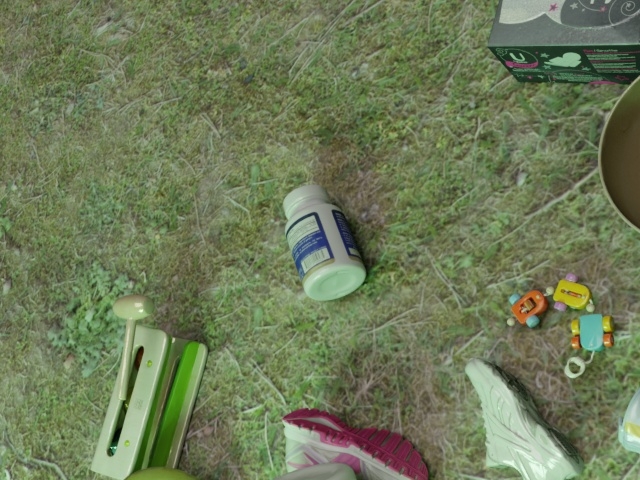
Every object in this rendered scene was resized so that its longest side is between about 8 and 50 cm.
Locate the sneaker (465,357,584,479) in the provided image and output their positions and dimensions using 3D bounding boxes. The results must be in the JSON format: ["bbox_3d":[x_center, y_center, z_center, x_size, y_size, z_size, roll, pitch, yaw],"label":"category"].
[{"bbox_3d":[0.269,0.274,1.351,0.115,0.090,0.232,-47,53,15],"label":"sneaker"}]

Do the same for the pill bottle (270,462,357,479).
[{"bbox_3d":[0.009,0.481,1.355,0.162,0.162,0.278,-17,88,28],"label":"pill bottle"}]

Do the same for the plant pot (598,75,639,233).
[{"bbox_3d":[0.540,-0.094,1.238,0.284,0.191,0.284,-13,66,29],"label":"plant pot"}]

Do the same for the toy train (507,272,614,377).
[{"bbox_3d":[0.362,0.123,1.372,0.125,0.046,0.166,-47,51,12],"label":"toy train"}]

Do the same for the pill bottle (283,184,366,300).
[{"bbox_3d":[0.000,0.000,1.617,0.112,0.112,0.186,-32,57,20],"label":"pill bottle"}]

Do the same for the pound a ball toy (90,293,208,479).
[{"bbox_3d":[-0.341,0.268,1.686,0.136,0.208,0.319,6,77,35],"label":"pound a ball toy"}]

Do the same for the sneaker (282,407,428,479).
[{"bbox_3d":[0.051,0.355,1.466,0.252,0.103,0.111,15,106,29],"label":"sneaker"}]

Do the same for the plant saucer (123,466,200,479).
[{"bbox_3d":[-0.267,0.508,1.580,0.241,0.037,0.241,2,99,15],"label":"plant saucer"}]

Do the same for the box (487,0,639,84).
[{"bbox_3d":[0.413,-0.347,1.448,0.247,0.142,0.163,9,78,35],"label":"box"}]

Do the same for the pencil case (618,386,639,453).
[{"bbox_3d":[0.518,0.273,1.164,0.273,0.113,0.124,28,67,38],"label":"pencil case"}]
